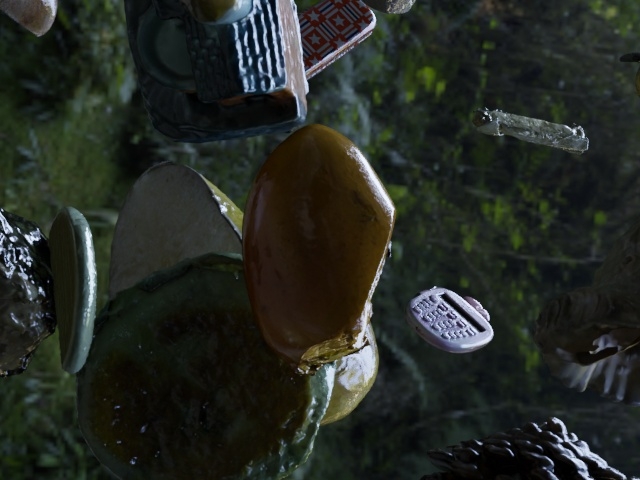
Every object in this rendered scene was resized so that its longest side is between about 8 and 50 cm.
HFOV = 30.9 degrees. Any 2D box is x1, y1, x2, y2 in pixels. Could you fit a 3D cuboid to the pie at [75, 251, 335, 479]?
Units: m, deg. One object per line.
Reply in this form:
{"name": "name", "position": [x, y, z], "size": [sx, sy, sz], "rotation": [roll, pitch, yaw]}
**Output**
{"name": "pie", "position": [-0.133, 0.163, 1.322], "size": [0.067, 0.302, 0.302], "rotation": [-155, -110, -82]}

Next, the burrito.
{"name": "burrito", "position": [0.296, -0.154, 1.637], "size": [0.045, 0.185, 0.041], "rotation": [-100, -153, -47]}

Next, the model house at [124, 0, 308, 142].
{"name": "model house", "position": [-0.121, -0.231, 1.143], "size": [0.291, 0.184, 0.253], "rotation": [-23, 106, -87]}

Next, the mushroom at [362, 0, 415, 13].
{"name": "mushroom", "position": [0.046, -0.273, 0.970], "size": [0.088, 0.097, 0.212], "rotation": [51, 1, 29]}

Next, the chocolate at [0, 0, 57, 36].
{"name": "chocolate", "position": [-0.432, -0.425, 1.641], "size": [0.080, 0.157, 0.254], "rotation": [-30, -126, 17]}

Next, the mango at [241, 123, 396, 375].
{"name": "mango", "position": [0.000, 0.000, 1.128], "size": [0.126, 0.154, 0.252], "rotation": [104, -14, -69]}

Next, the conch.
{"name": "conch", "position": [0.362, 0.023, 0.991], "size": [0.297, 0.352, 0.210], "rotation": [61, 32, -41]}

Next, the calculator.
{"name": "calculator", "position": [0.163, 0.099, 1.450], "size": [0.103, 0.166, 0.024], "rotation": [43, -64, 22]}

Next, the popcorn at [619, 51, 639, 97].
{"name": "popcorn", "position": [0.456, -0.148, 1.244], "size": [0.297, 0.281, 0.316], "rotation": [-169, -79, -86]}

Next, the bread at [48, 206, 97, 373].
{"name": "bread", "position": [-0.262, 0.034, 1.255], "size": [0.112, 0.036, 0.193], "rotation": [119, -36, -46]}

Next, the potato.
{"name": "potato", "position": [-0.096, 0.100, 1.645], "size": [0.397, 0.296, 0.290], "rotation": [49, -65, 40]}

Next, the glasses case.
{"name": "glasses case", "position": [-0.013, -0.248, 1.458], "size": [0.073, 0.194, 0.049], "rotation": [48, -32, 5]}

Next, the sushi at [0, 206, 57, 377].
{"name": "sushi", "position": [-0.464, 0.028, 1.414], "size": [0.211, 0.350, 0.171], "rotation": [-37, -144, 10]}

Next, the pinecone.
{"name": "pinecone", "position": [0.201, 0.282, 1.157], "size": [0.202, 0.229, 0.201], "rotation": [109, -9, -58]}
